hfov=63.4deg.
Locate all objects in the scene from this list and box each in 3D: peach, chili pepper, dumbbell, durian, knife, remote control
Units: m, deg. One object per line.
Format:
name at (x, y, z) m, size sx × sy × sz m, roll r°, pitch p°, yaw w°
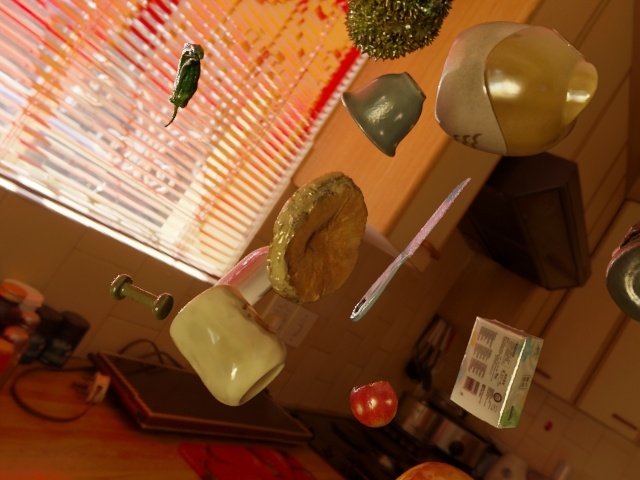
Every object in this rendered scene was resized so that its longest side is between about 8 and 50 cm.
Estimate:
peach at (0.155, 0.473, 1.495) m, size 0.151 × 0.151 × 0.118 m, roll 32°, pitch 9°, yaw 10°
chili pepper at (-0.363, -0.435, 1.406) m, size 0.065 × 0.122 × 0.279 m, roll 18°, pitch -40°, yaw -17°
dumbbell at (-0.333, 0.105, 0.966) m, size 0.118 × 0.052 × 0.046 m, roll 21°, pitch -31°, yaw 14°
durian at (0.194, -0.609, 1.325) m, size 0.291 × 0.291 × 0.224 m, roll 36°, pitch 35°, yaw -42°
knife at (0.150, 0.017, 0.873) m, size 0.019 × 0.313 × 0.044 m, roll 37°, pitch 4°, yaw -9°
remote control at (-0.240, 0.136, 1.735) m, size 0.221 × 0.332 × 0.103 m, roll 22°, pitch -30°, yaw 52°

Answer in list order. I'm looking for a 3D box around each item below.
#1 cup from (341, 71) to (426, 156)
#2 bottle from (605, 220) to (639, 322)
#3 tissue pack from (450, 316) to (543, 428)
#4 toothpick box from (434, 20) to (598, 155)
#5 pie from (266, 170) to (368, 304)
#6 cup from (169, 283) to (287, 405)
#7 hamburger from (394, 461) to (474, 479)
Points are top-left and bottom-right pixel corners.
cup at (0.169, -0.320, 1.232) m, size 0.199 × 0.150 × 0.199 m, roll 42°, pitch 25°, yaw -25°
bottle at (0.538, 0.032, 0.808) m, size 0.271 × 0.156 × 0.143 m, roll -15°, pitch 70°, yaw -52°
tissue pack at (0.456, 0.329, 1.303) m, size 0.145 × 0.229 × 0.159 m, roll 14°, pitch 4°, yaw -35°
toothpick box at (0.609, -0.471, 1.627) m, size 0.425 × 0.408 × 0.409 m, roll 19°, pitch -7°, yaw 17°
pie at (0.000, 0.000, 1.241) m, size 0.083 × 0.339 × 0.339 m, roll 21°, pitch -9°, yaw 32°
cup at (-0.197, 0.239, 1.081) m, size 0.202 × 0.173 × 0.255 m, roll 46°, pitch -44°, yaw 16°
hamburger at (0.088, 0.331, 0.452) m, size 0.246 × 0.170 × 0.246 m, roll 37°, pitch 27°, yaw -22°
